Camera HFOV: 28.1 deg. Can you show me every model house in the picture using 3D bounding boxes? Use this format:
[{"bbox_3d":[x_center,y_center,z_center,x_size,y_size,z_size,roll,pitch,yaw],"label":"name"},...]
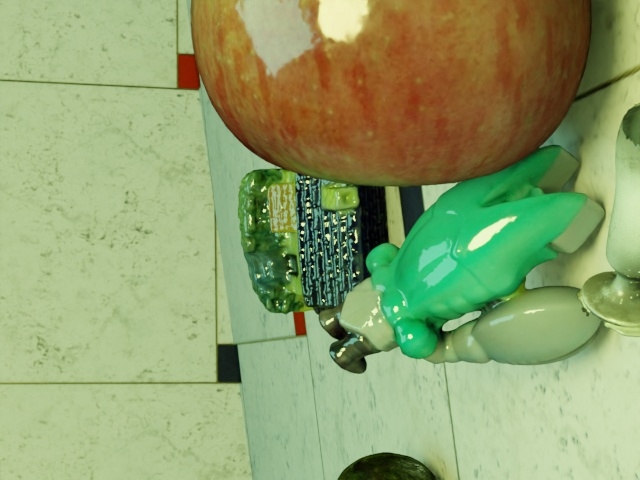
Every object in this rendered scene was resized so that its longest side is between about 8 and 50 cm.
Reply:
[{"bbox_3d":[0.000,0.000,1.595,0.211,0.170,0.194,-170,77,-75],"label":"model house"}]

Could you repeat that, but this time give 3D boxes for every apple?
[{"bbox_3d":[0.055,-0.189,0.993,0.345,0.344,0.270,-135,44,-68],"label":"apple"}]

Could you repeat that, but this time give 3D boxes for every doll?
[{"bbox_3d":[0.127,0.014,1.096,0.258,0.153,0.195,-9,69,35],"label":"doll"}]

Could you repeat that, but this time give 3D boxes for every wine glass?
[{"bbox_3d":[0.229,-0.013,0.891,0.072,0.072,0.155,-113,23,-50],"label":"wine glass"}]

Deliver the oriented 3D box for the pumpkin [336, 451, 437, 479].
[{"bbox_3d":[0.074,0.358,1.477,0.223,0.157,0.224,-174,90,-87],"label":"pumpkin"}]
